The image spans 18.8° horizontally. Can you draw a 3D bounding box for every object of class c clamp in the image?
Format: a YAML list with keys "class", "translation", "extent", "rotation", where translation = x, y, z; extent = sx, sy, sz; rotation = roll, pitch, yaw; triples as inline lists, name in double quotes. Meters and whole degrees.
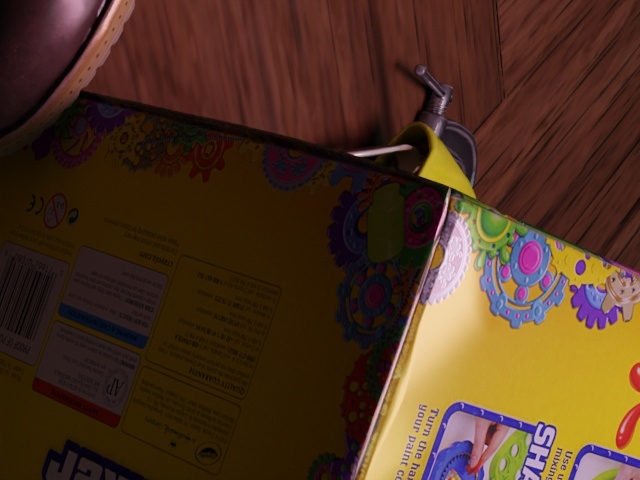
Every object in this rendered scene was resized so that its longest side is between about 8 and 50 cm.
- class: "c clamp"
  translation: [0.056, -0.017, 1.159]
  extent: [0.137, 0.022, 0.161]
  rotation: [14, 91, -66]

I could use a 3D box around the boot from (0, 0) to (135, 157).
- class: "boot"
  translation: [-0.146, -0.168, 0.691]
  extent: [0.207, 0.090, 0.248]
  rotation: [19, 90, -49]

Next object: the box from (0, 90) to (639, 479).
- class: "box"
  translation: [0.019, 0.072, 0.788]
  extent: [0.279, 0.290, 0.177]
  rotation: [20, 87, -41]

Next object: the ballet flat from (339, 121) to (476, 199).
- class: "ballet flat"
  translation: [0.000, 0.000, 1.023]
  extent: [0.231, 0.077, 0.077]
  rotation: [-34, 112, -43]
